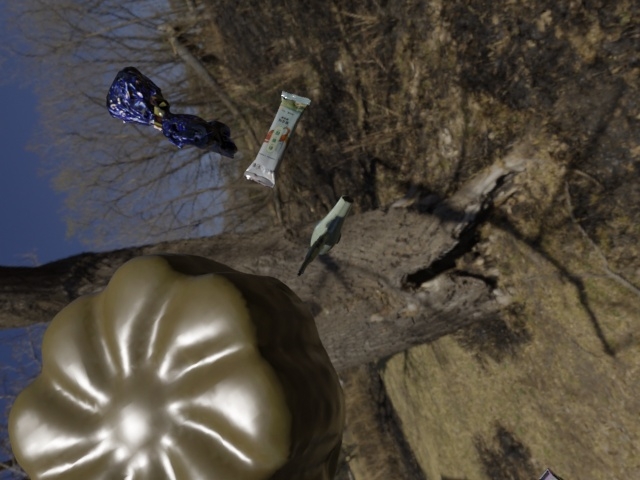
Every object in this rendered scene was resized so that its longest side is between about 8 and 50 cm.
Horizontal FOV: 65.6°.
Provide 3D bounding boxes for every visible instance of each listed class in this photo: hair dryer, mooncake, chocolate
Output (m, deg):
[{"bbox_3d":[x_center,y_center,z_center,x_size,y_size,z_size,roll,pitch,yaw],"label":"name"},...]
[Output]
[{"bbox_3d":[0.011,-0.018,1.093,0.167,0.067,0.199,-60,-5,21],"label":"hair dryer"},{"bbox_3d":[-0.166,0.200,0.584,0.201,0.378,0.378,29,-137,-72],"label":"mooncake"},{"bbox_3d":[-0.339,-0.272,1.130,0.343,0.126,0.148,32,165,16],"label":"chocolate"}]

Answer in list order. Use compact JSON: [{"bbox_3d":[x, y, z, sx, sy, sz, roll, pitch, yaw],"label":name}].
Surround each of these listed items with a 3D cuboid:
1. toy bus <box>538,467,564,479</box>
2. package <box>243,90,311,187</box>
[{"bbox_3d":[0.490,0.506,0.964,0.131,0.037,0.052,40,-175,24],"label":"toy bus"},{"bbox_3d":[-0.047,-0.113,0.549,0.015,0.037,0.110,70,-137,-79],"label":"package"}]
